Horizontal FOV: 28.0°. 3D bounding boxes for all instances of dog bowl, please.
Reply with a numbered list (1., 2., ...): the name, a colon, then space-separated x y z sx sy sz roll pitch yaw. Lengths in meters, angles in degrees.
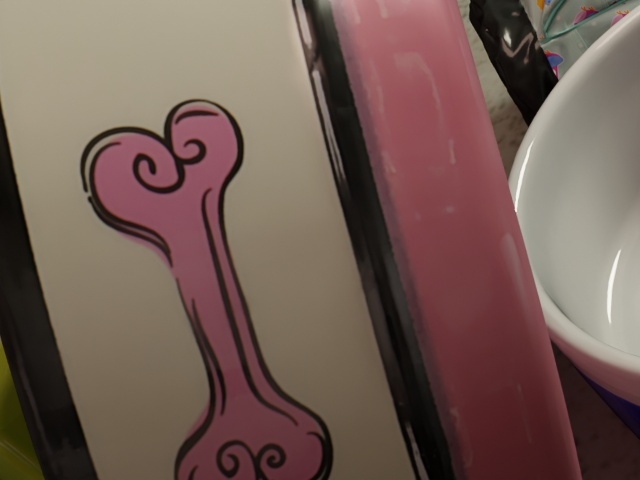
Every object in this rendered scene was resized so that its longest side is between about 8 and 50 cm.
1. dog bowl: 0.222 -0.019 0.577 0.265 0.104 0.265 -25 39 23
2. dog bowl: 0.000 0.000 0.540 0.150 0.408 0.408 -14 41 6

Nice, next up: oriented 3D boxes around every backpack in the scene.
1. backpack: 0.181 -0.143 0.737 0.182 0.115 0.152 -30 35 13

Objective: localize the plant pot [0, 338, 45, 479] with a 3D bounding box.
1. plant pot: -0.159 0.127 0.690 0.228 0.227 0.207 -24 33 24
